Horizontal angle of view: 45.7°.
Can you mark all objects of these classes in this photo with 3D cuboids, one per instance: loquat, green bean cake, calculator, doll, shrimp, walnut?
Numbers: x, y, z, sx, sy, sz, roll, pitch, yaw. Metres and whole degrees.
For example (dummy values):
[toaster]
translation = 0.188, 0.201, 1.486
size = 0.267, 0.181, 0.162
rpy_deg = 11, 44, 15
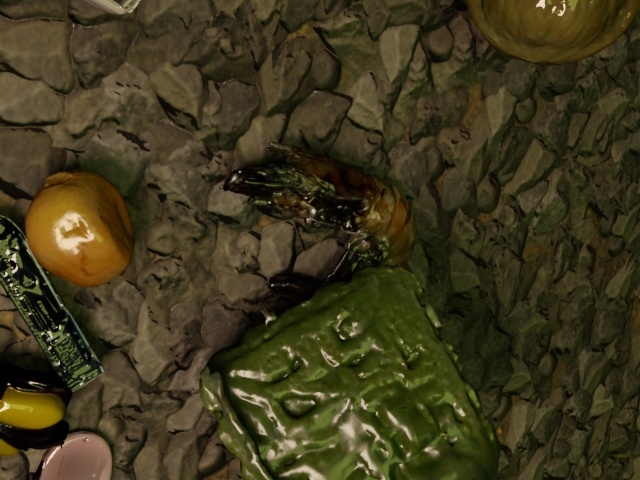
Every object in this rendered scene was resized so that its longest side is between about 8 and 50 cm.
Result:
[loquat]
translation = -0.265, -0.012, 0.851
size = 0.113, 0.137, 0.137
rpy_deg = -33, 121, -6
[green bean cake]
translation = 0.037, 0.217, 0.984
size = 0.319, 0.218, 0.335
rpy_deg = -31, 85, -11
[calculator]
translation = -0.321, 0.322, 0.971
size = 0.103, 0.024, 0.166
rpy_deg = 11, 99, -36
[doll]
translation = -0.382, 0.174, 0.850
size = 0.249, 0.127, 0.088
rpy_deg = 49, 41, -36
[shrimp]
translation = 0.000, 0.000, 1.075
size = 0.365, 0.071, 0.233
rpy_deg = 15, 100, -42
[walnut]
translation = 0.334, -0.388, 1.080
size = 0.283, 0.227, 0.283
rpy_deg = 0, 90, 4

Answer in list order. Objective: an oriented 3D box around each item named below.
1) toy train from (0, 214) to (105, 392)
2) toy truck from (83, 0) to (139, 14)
[toy train]
translation = -0.328, 0.069, 0.876
size = 0.052, 0.051, 0.234
rpy_deg = -33, 117, -23
[toy truck]
translation = -0.283, -0.324, 0.762
size = 0.242, 0.101, 0.125
rpy_deg = 28, 90, -35
